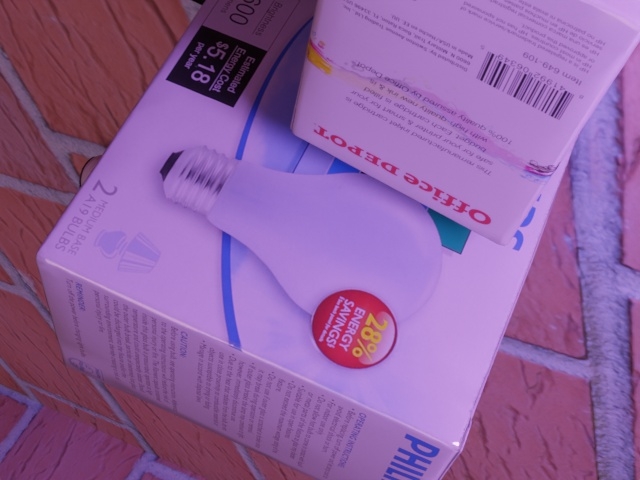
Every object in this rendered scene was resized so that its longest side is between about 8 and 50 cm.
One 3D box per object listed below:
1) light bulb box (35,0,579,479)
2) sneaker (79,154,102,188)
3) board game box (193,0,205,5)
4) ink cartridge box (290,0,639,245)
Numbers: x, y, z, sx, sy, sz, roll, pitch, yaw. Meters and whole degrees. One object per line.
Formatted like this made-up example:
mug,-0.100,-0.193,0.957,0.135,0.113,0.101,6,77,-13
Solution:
light bulb box,0.000,0.000,0.949,0.361,0.358,0.225,23,152,6
sneaker,-0.220,-0.011,1.454,0.108,0.100,0.271,-5,135,41
board game box,-0.147,-0.293,1.002,0.186,0.026,0.126,27,151,12
ink cartridge box,0.121,-0.170,0.743,0.198,0.197,0.270,29,152,6
